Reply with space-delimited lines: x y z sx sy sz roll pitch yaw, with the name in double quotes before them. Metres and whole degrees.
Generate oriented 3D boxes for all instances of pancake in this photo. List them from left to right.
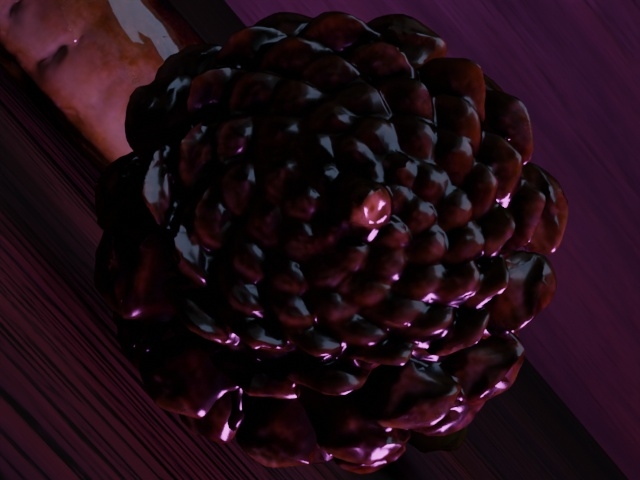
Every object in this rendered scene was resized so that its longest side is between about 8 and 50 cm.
"pancake" -0.057 -0.053 0.853 0.427 0.067 0.305 47 4 -19

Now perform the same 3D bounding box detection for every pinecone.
"pinecone" -0.001 0.001 0.582 0.140 0.140 0.121 52 -23 15
